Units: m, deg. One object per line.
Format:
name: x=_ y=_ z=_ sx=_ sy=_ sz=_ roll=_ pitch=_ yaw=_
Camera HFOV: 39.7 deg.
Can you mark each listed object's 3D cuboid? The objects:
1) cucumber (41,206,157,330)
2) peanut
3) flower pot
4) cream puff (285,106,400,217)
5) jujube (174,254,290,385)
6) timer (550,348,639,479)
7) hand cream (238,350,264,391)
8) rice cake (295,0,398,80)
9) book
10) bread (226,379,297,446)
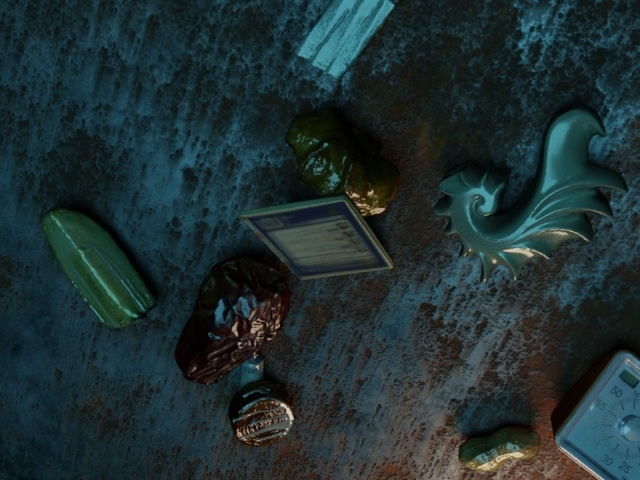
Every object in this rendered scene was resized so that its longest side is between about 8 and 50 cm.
cucumber: x=-0.519 y=0.055 z=2.055 sx=0.145 sy=0.105 sz=0.325 roll=-26 pitch=104 yaw=47
peanut: x=0.410 y=0.477 z=2.024 sx=0.192 sy=0.089 sz=0.089 roll=-21 pitch=105 yaw=19
flower pot: x=0.425 y=-0.085 z=1.770 sx=0.367 sy=0.164 sz=0.254 roll=-28 pitch=97 yaw=21
cream puff: x=0.046 y=-0.148 z=1.803 sx=0.268 sy=0.241 sz=0.155 roll=28 pitch=121 yaw=-30
jujube: x=-0.206 y=0.185 z=1.988 sx=0.216 sy=0.216 sz=0.342 roll=32 pitch=121 yaw=-1
timer: x=0.660 y=0.388 z=1.902 sx=0.257 sy=0.161 sz=0.250 roll=38 pitch=104 yaw=-3
hand cream: x=-0.165 y=0.361 z=2.124 sx=0.080 sy=0.050 sz=0.234 roll=5 pitch=115 yaw=1
rice cake: x=0.053 y=-0.433 z=1.785 sx=0.124 sy=0.038 sz=0.211 roll=34 pitch=113 yaw=-1
book: x=0.000 y=0.000 z=1.848 sx=0.228 sy=0.018 sz=0.322 roll=-7 pitch=152 yaw=19
bread: x=-0.138 y=0.409 z=2.089 sx=0.160 sy=0.073 sz=0.161 roll=-7 pitch=120 yaw=-13
